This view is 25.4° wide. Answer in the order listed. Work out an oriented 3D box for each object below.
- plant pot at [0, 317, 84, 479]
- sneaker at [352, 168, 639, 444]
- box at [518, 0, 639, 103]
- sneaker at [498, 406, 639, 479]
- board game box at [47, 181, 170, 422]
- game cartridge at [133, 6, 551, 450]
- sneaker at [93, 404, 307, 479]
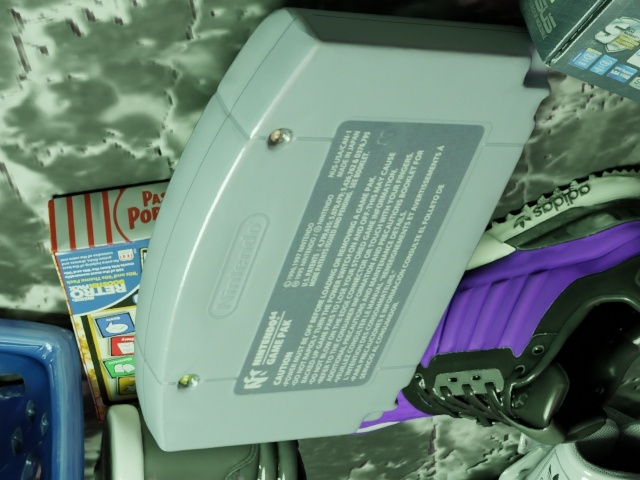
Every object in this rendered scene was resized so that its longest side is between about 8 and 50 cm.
[{"bbox_3d":[-0.290,0.195,0.915,0.235,0.236,0.212,7,145,-22],"label":"plant pot"},{"bbox_3d":[0.116,0.079,0.940,0.293,0.146,0.102,-32,138,23],"label":"sneaker"},{"bbox_3d":[0.254,-0.141,0.775,0.232,0.059,0.183,16,132,-32],"label":"box"},{"bbox_3d":[0.143,0.238,1.161,0.365,0.137,0.210,-13,142,-7],"label":"sneaker"},{"bbox_3d":[-0.087,0.040,0.918,0.146,0.045,0.193,-8,142,-6],"label":"board game box"},{"bbox_3d":[0.000,0.000,0.822,0.196,0.060,0.294,-3,131,-35],"label":"game cartridge"},{"bbox_3d":[-0.091,0.196,1.034,0.146,0.105,0.296,0,153,-14],"label":"sneaker"}]
